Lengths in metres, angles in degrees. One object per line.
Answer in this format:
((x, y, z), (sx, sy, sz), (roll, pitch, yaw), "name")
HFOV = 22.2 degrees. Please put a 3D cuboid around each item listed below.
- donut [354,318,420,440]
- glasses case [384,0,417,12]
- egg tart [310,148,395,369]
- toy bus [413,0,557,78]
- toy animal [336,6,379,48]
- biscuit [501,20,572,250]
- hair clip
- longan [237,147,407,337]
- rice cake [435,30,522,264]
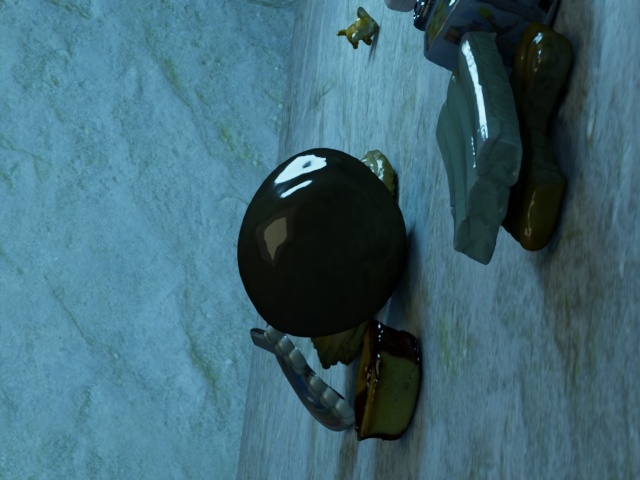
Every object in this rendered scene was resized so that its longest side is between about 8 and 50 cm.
((0.072, 0.158, 1.812), (0.140, 0.059, 0.140), (-169, 90, -83), "donut")
((0.134, -0.458, 2.258), (0.113, 0.075, 0.296), (125, 154, -72), "glasses case")
((0.013, 0.019, 2.272), (0.319, 0.128, 0.318), (-167, 90, -82), "egg tart")
((0.164, -0.288, 1.606), (0.329, 0.109, 0.136), (-87, 20, -50), "toy bus")
((0.061, -0.358, 2.750), (0.083, 0.081, 0.060), (30, -107, -76), "toy animal")
((0.182, -0.092, 1.382), (0.174, 0.039, 0.183), (-112, 33, -80), "biscuit")
((-0.016, 0.184, 2.220), (0.220, 0.054, 0.140), (48, 161, 28), "hair clip")
((0.000, 0.000, 2.024), (0.246, 0.215, 0.246), (-22, 65, 57), "longan")
((0.136, -0.084, 1.408), (0.237, 0.043, 0.127), (-89, 10, -58), "rice cake")
